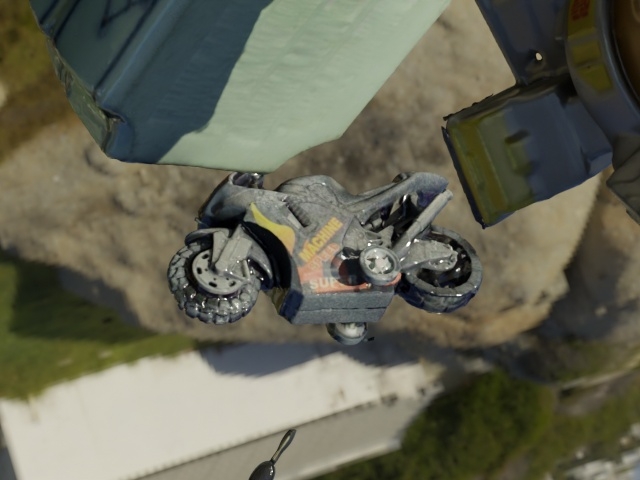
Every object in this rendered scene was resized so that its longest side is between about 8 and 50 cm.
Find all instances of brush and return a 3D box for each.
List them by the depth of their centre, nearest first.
[{"bbox_3d":[-0.050,0.233,1.545,0.083,0.024,0.008,-55,171,-1],"label":"brush"}]

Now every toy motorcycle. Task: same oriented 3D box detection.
[{"bbox_3d":[0.000,0.000,1.347,0.307,0.173,0.108,-2,143,-23],"label":"toy motorcycle"}]

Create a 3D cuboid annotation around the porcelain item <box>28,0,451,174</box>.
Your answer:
[{"bbox_3d":[-0.057,-0.198,1.127,0.281,0.157,0.286,2,137,-48],"label":"porcelain item"}]

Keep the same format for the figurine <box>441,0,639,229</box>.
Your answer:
[{"bbox_3d":[0.208,-0.116,0.783,0.143,0.308,0.308,5,159,-45],"label":"figurine"}]
